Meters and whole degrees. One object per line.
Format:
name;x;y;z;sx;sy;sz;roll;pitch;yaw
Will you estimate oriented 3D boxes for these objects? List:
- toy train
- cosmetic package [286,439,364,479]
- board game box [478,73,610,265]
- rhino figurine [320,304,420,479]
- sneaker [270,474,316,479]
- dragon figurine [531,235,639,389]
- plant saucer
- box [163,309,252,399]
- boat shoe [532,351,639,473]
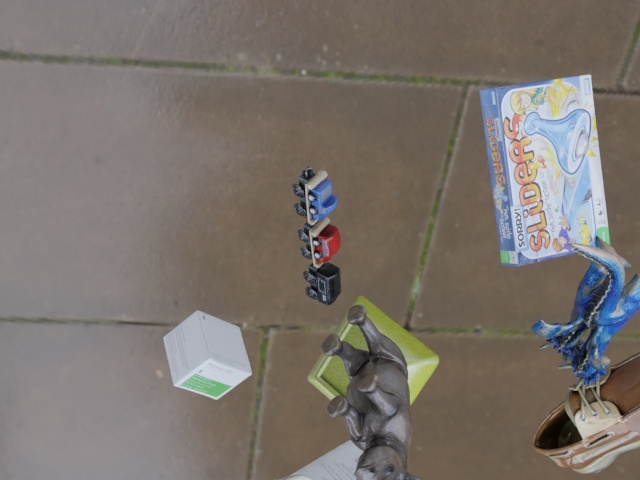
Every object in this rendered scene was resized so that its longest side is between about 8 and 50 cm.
toy train;0.000;0.000;0.891;0.036;0.027;0.158;26;143;29
cosmetic package;0.027;0.409;1.390;0.151;0.151;0.183;-24;138;-32
board game box;0.257;-0.081;1.156;0.136;0.035;0.201;-12;97;-25
rhino figurine;0.060;0.188;1.078;0.073;0.243;0.106;-28;127;19
sneaker;-0.089;0.270;0.663;0.114;0.305;0.152;41;135;-8
dragon figurine;0.269;0.080;1.005;0.144;0.085;0.289;-56;160;6
plant saucer;0.077;0.219;1.715;0.045;0.188;0.188;2;122;-60
box;-0.182;0.185;1.634;0.087;0.102;0.101;-39;139;22
boat shoe;0.443;0.271;1.586;0.120;0.122;0.324;13;137;-15
